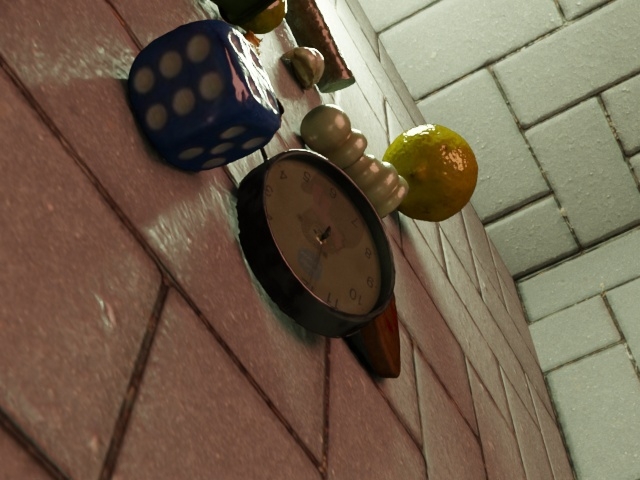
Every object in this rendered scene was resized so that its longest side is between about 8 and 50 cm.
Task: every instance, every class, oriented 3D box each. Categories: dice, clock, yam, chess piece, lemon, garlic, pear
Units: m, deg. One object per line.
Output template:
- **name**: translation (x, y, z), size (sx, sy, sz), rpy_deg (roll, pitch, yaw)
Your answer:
- **dice**: translation (-0.140, -0.177, 1.091), size (0.147, 0.143, 0.146), rpy_deg (68, 17, 13)
- **clock**: translation (0.000, 0.000, 1.266), size (0.280, 0.055, 0.281), rpy_deg (31, 43, -34)
- **yam**: translation (-0.012, -0.465, 2.053), size (0.259, 0.093, 0.093), rpy_deg (65, 16, 3)
- **chess piece**: translation (0.055, -0.161, 1.746), size (0.243, 0.133, 0.133), rpy_deg (52, 19, -22)
- **lemon**: translation (0.272, -0.168, 2.229), size (0.267, 0.267, 0.267), rpy_deg (55, 18, -28)
- **garlic**: translation (-0.028, -0.373, 1.893), size (0.094, 0.074, 0.113), rpy_deg (53, 1, -4)
- **pear**: translation (-0.115, -0.436, 1.653), size (0.107, 0.107, 0.131), rpy_deg (59, 24, -15)

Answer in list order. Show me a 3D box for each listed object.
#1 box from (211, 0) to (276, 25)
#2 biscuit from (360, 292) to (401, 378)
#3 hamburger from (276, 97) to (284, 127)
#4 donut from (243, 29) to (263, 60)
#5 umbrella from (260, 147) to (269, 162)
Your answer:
- **box**: translation (-0.155, -0.568, 1.508), size (0.177, 0.252, 0.329), rpy_deg (11, 52, -54)
- **biscuit**: translation (0.092, 0.087, 1.494), size (0.257, 0.049, 0.273), rpy_deg (-82, 158, -61)
- **hamburger**: translation (-0.121, -0.193, 1.308), size (0.176, 0.087, 0.102), rpy_deg (57, 27, -46)
- **donut**: translation (-0.122, -0.341, 1.562), size (0.038, 0.067, 0.083), rpy_deg (37, 60, -23)
- **umbrella**: translation (-0.046, -0.036, 1.367), size (0.044, 0.044, 0.269), rpy_deg (99, -22, -60)
